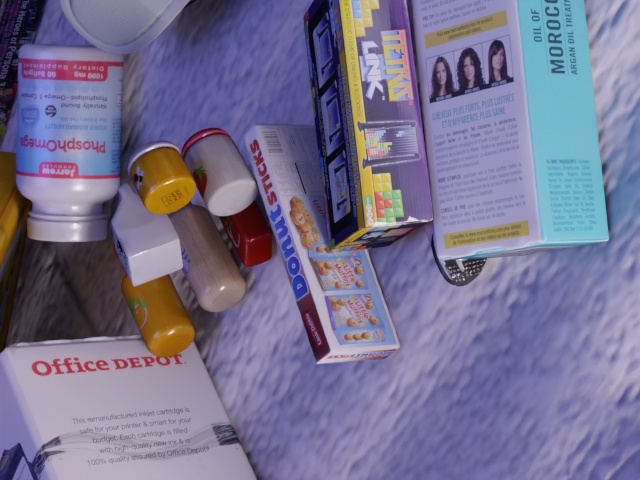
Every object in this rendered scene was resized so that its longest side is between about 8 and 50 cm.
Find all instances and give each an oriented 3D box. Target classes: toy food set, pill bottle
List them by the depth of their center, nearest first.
[{"bbox_3d":[-0.107,-0.023,1.458,0.232,0.111,0.104,88,157,-57],"label":"toy food set"},{"bbox_3d":[-0.207,-0.081,1.615,0.087,0.087,0.160,8,98,51],"label":"pill bottle"}]

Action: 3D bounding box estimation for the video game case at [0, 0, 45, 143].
[{"bbox_3d":[-0.366,-0.132,1.715,0.042,0.210,0.232,48,128,40],"label":"video game case"}]

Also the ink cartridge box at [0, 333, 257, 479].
[{"bbox_3d":[-0.145,0.195,1.479,0.100,0.172,0.237,-55,50,39],"label":"ink cartridge box"}]

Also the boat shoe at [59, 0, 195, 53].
[{"bbox_3d":[-0.085,-0.238,1.442,0.302,0.091,0.114,-20,120,45],"label":"boat shoe"}]

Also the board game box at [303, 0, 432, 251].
[{"bbox_3d":[0.030,-0.085,1.301,0.141,0.048,0.170,149,115,-78],"label":"board game box"}]

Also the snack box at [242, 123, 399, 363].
[{"bbox_3d":[0.000,0.000,1.374,0.022,0.064,0.178,-39,62,44],"label":"snack box"}]

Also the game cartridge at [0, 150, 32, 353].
[{"bbox_3d":[-0.299,0.105,1.631,0.323,0.053,0.285,-95,18,-69],"label":"game cartridge"}]

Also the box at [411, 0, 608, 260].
[{"bbox_3d":[0.114,-0.114,1.228,0.100,0.060,0.244,-10,84,52],"label":"box"}]

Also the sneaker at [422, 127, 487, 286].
[{"bbox_3d":[0.083,-0.020,1.297,0.044,0.040,0.109,136,127,-63],"label":"sneaker"}]
